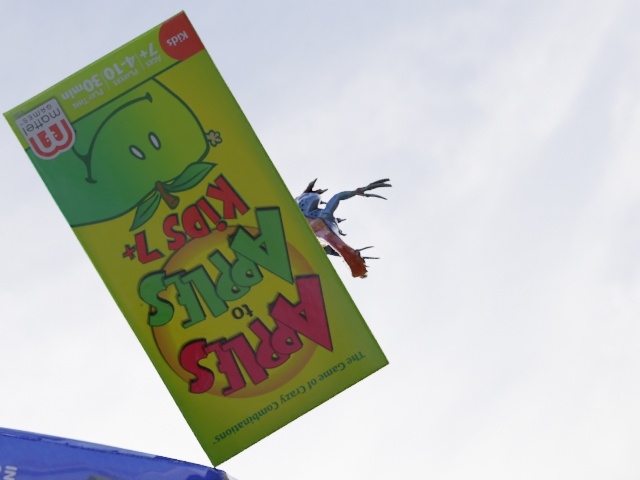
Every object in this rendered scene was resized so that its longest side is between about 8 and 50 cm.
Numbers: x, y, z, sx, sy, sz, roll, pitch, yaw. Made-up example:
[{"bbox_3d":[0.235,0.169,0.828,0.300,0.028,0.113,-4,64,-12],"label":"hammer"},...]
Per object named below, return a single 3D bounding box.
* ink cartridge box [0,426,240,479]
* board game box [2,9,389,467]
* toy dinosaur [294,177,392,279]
[{"bbox_3d":[-0.102,0.239,0.719,0.395,0.151,0.270,58,-139,-72],"label":"ink cartridge box"},{"bbox_3d":[-0.055,-0.001,0.687,0.092,0.181,0.043,-31,6,-4],"label":"board game box"},{"bbox_3d":[0.000,0.000,0.795,0.090,0.082,0.047,-15,-74,10],"label":"toy dinosaur"}]
